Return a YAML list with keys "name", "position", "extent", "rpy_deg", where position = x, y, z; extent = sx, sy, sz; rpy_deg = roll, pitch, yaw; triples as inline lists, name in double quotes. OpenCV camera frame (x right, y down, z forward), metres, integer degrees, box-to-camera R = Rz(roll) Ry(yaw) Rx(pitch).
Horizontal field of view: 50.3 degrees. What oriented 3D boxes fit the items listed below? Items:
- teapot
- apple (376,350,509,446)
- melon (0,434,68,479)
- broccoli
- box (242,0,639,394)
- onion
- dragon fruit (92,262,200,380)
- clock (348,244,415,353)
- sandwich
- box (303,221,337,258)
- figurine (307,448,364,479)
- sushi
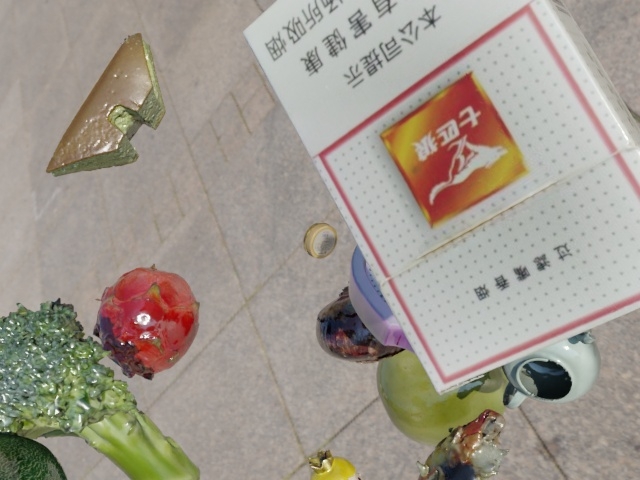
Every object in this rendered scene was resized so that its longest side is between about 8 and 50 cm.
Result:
- name: "teapot"
  position: [0.452, 0.241, 1.354]
  extent: [0.129, 0.193, 0.294]
  rpy_deg: [-51, -7, -51]
- name: "apple"
  position: [0.332, 0.377, 1.826]
  extent: [0.357, 0.357, 0.357]
  rpy_deg: [-22, 56, 37]
- name: "melon"
  position: [-0.381, 0.339, 0.783]
  extent: [0.182, 0.182, 0.287]
  rpy_deg: [-58, 18, 7]
- name: "broccoli"
  position: [-0.382, 0.271, 1.070]
  extent: [0.275, 0.397, 0.353]
  rpy_deg: [-46, 50, -9]
- name: "box"
  position: [0.108, -0.079, 0.514]
  extent: [0.210, 0.095, 0.330]
  rpy_deg: [-32, 84, 31]
- name: "onion"
  position: [0.103, 0.194, 1.598]
  extent: [0.246, 0.246, 0.190]
  rpy_deg: [-17, 84, 40]
- name: "dragon fruit"
  position: [-0.383, 0.180, 1.513]
  extent: [0.241, 0.252, 0.241]
  rpy_deg: [11, 111, 31]
- name: "clock"
  position: [0.224, 0.073, 1.292]
  extent: [0.338, 0.102, 0.338]
  rpy_deg: [1, 57, -2]
- name: "sandwich"
  position: [-0.284, -0.176, 0.963]
  extent: [0.244, 0.088, 0.090]
  rpy_deg: [-59, 1, -10]
- name: "box"
  position: [0.000, 0.000, 1.971]
  extent: [0.037, 0.105, 0.105]
  rpy_deg: [28, 92, 46]
- name: "figurine"
  position: [0.078, 0.567, 1.517]
  extent: [0.185, 0.127, 0.234]
  rpy_deg: [-13, 95, 22]
- name: "sushi"
  position: [0.199, 0.334, 0.989]
  extent: [0.103, 0.097, 0.226]
  rpy_deg: [57, 134, 43]
